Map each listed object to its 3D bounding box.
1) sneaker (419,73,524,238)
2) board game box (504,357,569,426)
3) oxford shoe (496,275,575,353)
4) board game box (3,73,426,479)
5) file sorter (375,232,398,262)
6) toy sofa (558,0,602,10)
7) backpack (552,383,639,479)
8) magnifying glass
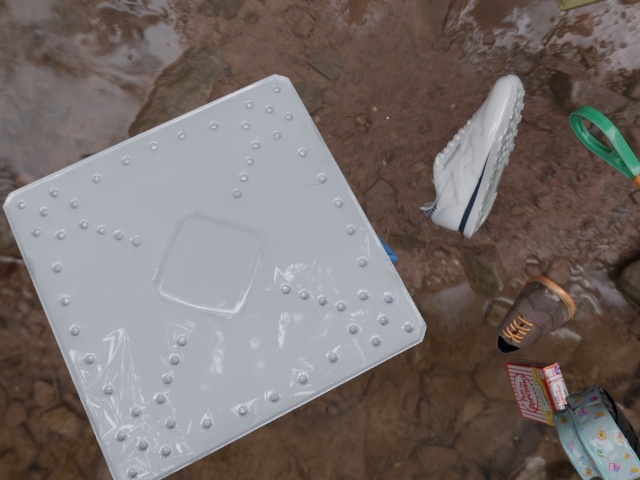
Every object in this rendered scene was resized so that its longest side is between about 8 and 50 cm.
[{"bbox_3d":[0.207,-0.118,0.879,0.095,0.090,0.235,28,119,24],"label":"sneaker"},{"bbox_3d":[0.532,0.367,1.552,0.045,0.193,0.146,-17,86,-12],"label":"board game box"},{"bbox_3d":[0.511,0.198,1.550,0.130,0.363,0.133,40,74,21],"label":"oxford shoe"},{"bbox_3d":[-0.132,0.035,0.784,0.390,0.050,0.390,-26,76,-8],"label":"board game box"},{"bbox_3d":[0.000,0.000,0.913,0.104,0.118,0.170,-52,61,21],"label":"file sorter"},{"bbox_3d":[0.226,-0.384,0.731,0.363,0.150,0.177,-4,96,-29],"label":"toy sofa"},{"bbox_3d":[0.556,0.397,1.270,0.144,0.188,0.165,-29,93,9],"label":"backpack"},{"bbox_3d":[0.477,-0.120,0.996,0.026,0.092,0.231,-42,80,1],"label":"magnifying glass"}]
